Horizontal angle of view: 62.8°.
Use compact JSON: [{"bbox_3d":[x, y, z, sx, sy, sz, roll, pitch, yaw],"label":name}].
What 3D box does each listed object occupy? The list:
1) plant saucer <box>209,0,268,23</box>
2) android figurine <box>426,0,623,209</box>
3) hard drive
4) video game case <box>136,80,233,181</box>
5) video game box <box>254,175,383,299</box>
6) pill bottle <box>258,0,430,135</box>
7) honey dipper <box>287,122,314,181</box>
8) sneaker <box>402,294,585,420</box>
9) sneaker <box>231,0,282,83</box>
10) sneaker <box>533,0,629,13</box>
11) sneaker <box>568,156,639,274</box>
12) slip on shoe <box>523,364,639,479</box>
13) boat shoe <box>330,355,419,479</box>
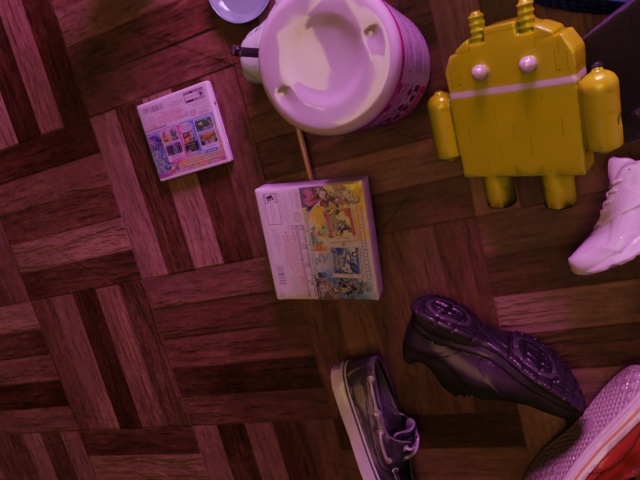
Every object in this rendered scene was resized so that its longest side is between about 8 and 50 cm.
[{"bbox_3d":[-0.126,-0.408,0.835,0.120,0.021,0.119,5,106,19],"label":"plant saucer"},{"bbox_3d":[0.257,-0.168,0.687,0.248,0.056,0.272,7,124,42],"label":"android figurine"},{"bbox_3d":[0.424,-0.229,0.585,0.172,0.054,0.255,41,145,-13],"label":"hard drive"},{"bbox_3d":[-0.244,-0.192,0.941,0.157,0.019,0.143,-12,100,22],"label":"video game case"},{"bbox_3d":[0.000,0.000,0.874,0.187,0.048,0.205,-1,111,23],"label":"video game box"},{"bbox_3d":[0.052,-0.222,0.673,0.161,0.283,0.160,6,106,20],"label":"pill bottle"},{"bbox_3d":[-0.029,-0.151,0.866,0.031,0.030,0.160,-7,105,22],"label":"honey dipper"},{"bbox_3d":[0.260,0.198,0.819,0.286,0.109,0.130,29,119,21],"label":"sneaker"},{"bbox_3d":[-0.051,-0.353,0.783,0.151,0.094,0.255,17,89,46],"label":"sneaker"},{"bbox_3d":[0.375,-0.331,0.639,0.233,0.081,0.090,10,101,13],"label":"sneaker"},{"bbox_3d":[0.412,-0.053,0.701,0.115,0.090,0.232,47,106,11],"label":"sneaker"},{"bbox_3d":[0.412,0.336,0.785,0.101,0.123,0.331,34,109,5],"label":"slip on shoe"},{"bbox_3d":[0.120,0.341,0.905,0.102,0.108,0.301,-21,89,26],"label":"boat shoe"}]
